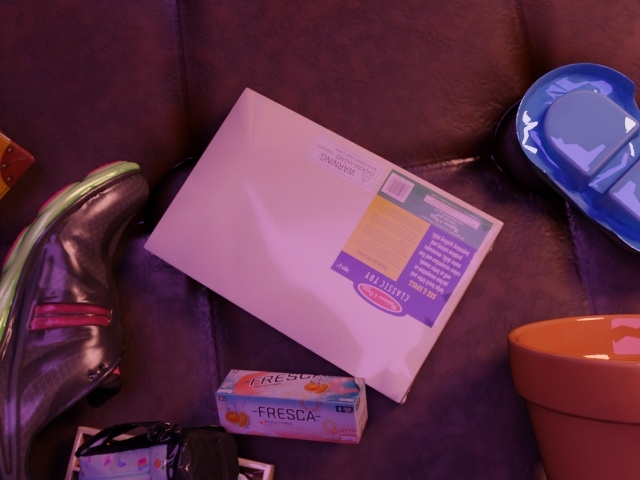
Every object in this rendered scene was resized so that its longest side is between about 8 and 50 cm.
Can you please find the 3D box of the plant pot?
[{"bbox_3d":[0.353,0.200,0.816,0.291,0.291,0.203,-2,92,8],"label":"plant pot"}]

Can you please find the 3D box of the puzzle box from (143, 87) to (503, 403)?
[{"bbox_3d":[0.000,0.000,1.018,0.409,0.052,0.272,30,82,14],"label":"puzzle box"}]

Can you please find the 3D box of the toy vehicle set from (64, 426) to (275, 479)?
[{"bbox_3d":[-0.204,0.347,0.972,0.267,0.035,0.165,8,78,10],"label":"toy vehicle set"}]

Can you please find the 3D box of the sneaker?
[{"bbox_3d":[-0.339,0.116,0.989,0.202,0.185,0.482,28,71,-15],"label":"sneaker"}]

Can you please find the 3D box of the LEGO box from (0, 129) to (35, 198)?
[{"bbox_3d":[-0.714,-0.061,1.041,0.372,0.193,0.500,37,84,23],"label":"LEGO box"}]

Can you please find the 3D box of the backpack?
[{"bbox_3d":[-0.205,0.281,0.897,0.182,0.152,0.115,-14,65,17],"label":"backpack"}]

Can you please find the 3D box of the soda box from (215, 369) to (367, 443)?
[{"bbox_3d":[-0.036,0.207,0.948,0.183,0.058,0.062,1,113,15],"label":"soda box"}]

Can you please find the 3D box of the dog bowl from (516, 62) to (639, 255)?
[{"bbox_3d":[0.384,-0.096,0.973,0.166,0.074,0.297,-44,75,-3],"label":"dog bowl"}]
